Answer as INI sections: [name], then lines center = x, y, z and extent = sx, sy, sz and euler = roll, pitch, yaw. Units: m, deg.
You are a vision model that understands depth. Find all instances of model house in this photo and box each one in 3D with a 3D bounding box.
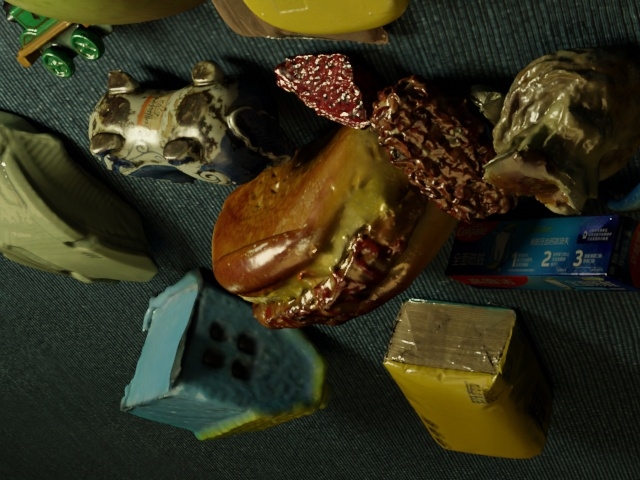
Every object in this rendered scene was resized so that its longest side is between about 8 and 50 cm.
[model house]
center = -0.144, 0.217, 2.454
extent = 0.303, 0.216, 0.237
euler = 27, 153, -20

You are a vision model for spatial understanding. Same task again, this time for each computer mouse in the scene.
[computer mouse]
center = -0.421, -0.035, 2.246
extent = 0.228, 0.146, 0.429
euler = -3, 145, 37

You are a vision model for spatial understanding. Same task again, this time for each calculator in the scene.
[calculator]
center = 0.011, -0.276, 1.528
extent = 0.234, 0.032, 0.146
euler = -4, 127, 34

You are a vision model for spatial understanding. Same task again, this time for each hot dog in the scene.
[hot dog]
center = 0.002, 0.000, 1.902
extent = 0.185, 0.223, 0.405
euler = 34, 151, -19

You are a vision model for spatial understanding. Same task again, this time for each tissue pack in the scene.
[tissue pack]
center = 0.226, 0.211, 2.234
extent = 0.192, 0.134, 0.271
euler = 6, 151, 28

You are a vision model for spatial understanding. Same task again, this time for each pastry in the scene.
[pastry]
center = 0.142, -0.105, 1.705
extent = 0.208, 0.115, 0.097
euler = 42, -169, -20

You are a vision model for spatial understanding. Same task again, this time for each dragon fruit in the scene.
[dragon fruit]
center = 0.014, -0.184, 1.751
extent = 0.131, 0.063, 0.097
euler = 4, 121, 39

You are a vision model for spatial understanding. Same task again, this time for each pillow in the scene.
[pillow]
center = -0.033, -0.262, 1.634
extent = 0.211, 0.034, 0.135
euler = 9, 153, 27

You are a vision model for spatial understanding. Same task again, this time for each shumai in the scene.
[shumai]
center = 0.257, -0.100, 1.559
extent = 0.161, 0.153, 0.209
euler = 32, 136, -15

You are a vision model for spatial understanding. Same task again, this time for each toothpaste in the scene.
[toothpaste]
center = 0.271, 0.017, 1.816
extent = 0.066, 0.076, 0.320
euler = 21, 169, -27

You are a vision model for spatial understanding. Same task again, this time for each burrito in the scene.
[burrito]
center = 0.242, -0.103, 1.708
extent = 0.063, 0.058, 0.229
euler = -11, 142, 41

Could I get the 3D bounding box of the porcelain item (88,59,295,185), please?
[porcelain item]
center = -0.161, -0.126, 1.885
extent = 0.288, 0.138, 0.186
euler = 1, 158, 38

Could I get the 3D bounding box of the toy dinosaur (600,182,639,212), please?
[toy dinosaur]
center = 0.383, -0.088, 1.644
extent = 0.247, 0.075, 0.188
euler = 3, 141, 44

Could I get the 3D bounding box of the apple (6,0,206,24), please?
[apple]
center = -0.191, -0.338, 1.302
extent = 0.319, 0.319, 0.277
euler = 4, 166, 31

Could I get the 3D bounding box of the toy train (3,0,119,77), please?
[toy train]
center = -0.302, -0.275, 1.757
extent = 0.136, 0.091, 0.227
euler = 45, 149, -21
